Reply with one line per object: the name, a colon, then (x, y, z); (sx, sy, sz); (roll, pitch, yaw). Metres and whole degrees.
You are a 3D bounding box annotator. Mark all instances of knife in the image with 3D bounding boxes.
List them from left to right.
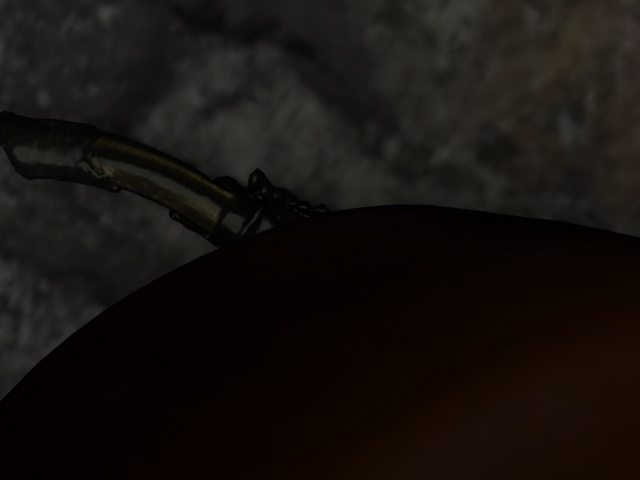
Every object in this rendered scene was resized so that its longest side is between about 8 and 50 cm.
knife: (-0.001, 0.006, 0.550); (0.222, 0.021, 0.045); (17, 99, 9)

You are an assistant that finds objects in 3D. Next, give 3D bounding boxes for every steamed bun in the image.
steamed bun: (0.004, 0.181, 0.416); (0.248, 0.235, 0.379); (2, 97, -21)
